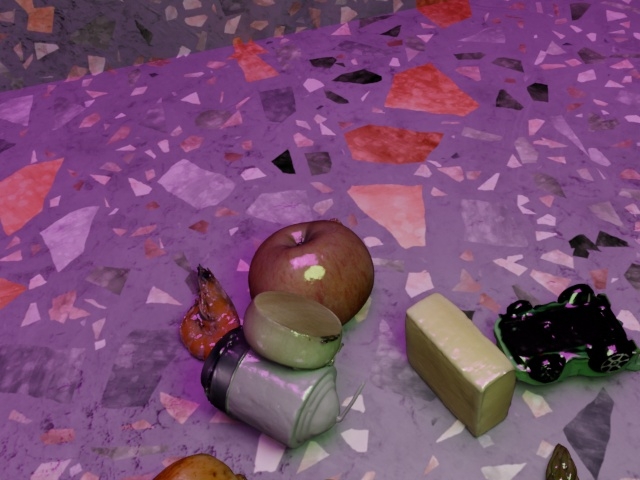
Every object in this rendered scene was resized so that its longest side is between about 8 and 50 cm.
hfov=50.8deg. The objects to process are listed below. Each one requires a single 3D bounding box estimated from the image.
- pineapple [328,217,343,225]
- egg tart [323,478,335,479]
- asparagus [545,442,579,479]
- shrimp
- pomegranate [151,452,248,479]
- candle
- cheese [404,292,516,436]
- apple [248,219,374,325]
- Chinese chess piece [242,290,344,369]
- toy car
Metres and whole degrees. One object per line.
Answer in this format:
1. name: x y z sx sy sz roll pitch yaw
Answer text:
1. pineapple: 0.000 0.000 1.993 0.159 0.074 0.074 -39 55 -19
2. egg tart: 0.021 0.574 1.466 0.105 0.039 0.105 -2 47 2
3. asparagus: 0.513 0.555 1.424 0.080 0.080 0.287 8 44 11
4. shrimp: -0.314 0.197 1.832 0.164 0.062 0.317 -19 51 -10
5. pomegranate: -0.244 0.557 1.381 0.248 0.248 0.248 -2 47 2
6. candle: -0.091 0.350 1.565 0.342 0.221 0.221 25 53 22
7. cheese: 0.320 0.287 1.574 0.124 0.242 0.265 -26 50 -19
8. apple: -0.026 0.083 1.774 0.345 0.269 0.345 -3 46 3
9. Chinese chess piece: -0.062 0.202 1.524 0.238 0.092 0.238 18 15 -5
10. toy car: 0.612 0.248 1.648 0.359 0.176 0.213 -13 47 -3
